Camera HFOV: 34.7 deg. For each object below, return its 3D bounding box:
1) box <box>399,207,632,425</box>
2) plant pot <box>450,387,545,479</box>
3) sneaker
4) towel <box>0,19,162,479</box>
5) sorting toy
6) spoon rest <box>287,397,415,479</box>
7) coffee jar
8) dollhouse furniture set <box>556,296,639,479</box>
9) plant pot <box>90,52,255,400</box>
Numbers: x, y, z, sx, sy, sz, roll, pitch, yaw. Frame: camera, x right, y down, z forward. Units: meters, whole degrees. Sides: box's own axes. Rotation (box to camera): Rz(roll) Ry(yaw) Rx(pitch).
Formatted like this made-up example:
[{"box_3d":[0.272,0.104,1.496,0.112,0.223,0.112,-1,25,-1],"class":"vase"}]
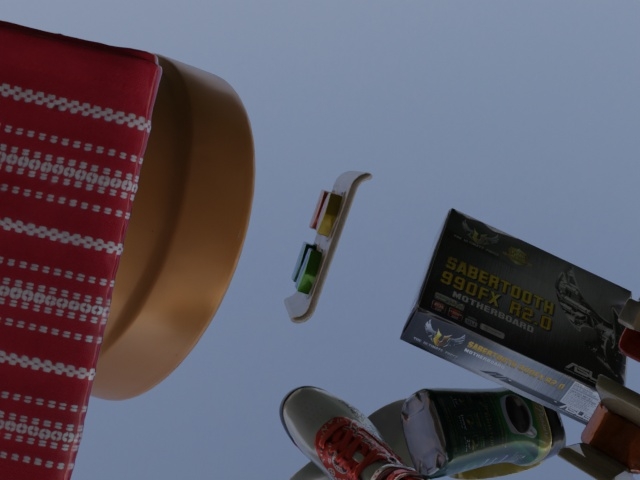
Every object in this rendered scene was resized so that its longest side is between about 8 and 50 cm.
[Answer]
[{"box_3d":[0.217,0.080,1.105,0.231,0.056,0.183,26,-139,1],"class":"box"},{"box_3d":[0.220,0.246,1.332,0.134,0.134,0.095,-11,-91,-17],"class":"plant pot"},{"box_3d":[0.062,0.269,1.226,0.090,0.145,0.270,-41,-98,-16],"class":"sneaker"},{"box_3d":[-0.197,0.021,0.472,0.199,0.031,0.274,13,-92,-6],"class":"towel"},{"box_3d":[0.000,0.000,1.344,0.038,0.193,0.208,24,-88,-6],"class":"sorting toy"},{"box_3d":[0.046,0.308,1.369,0.276,0.084,0.137,-38,-148,6],"class":"spoon rest"},{"box_3d":[0.187,0.210,1.152,0.184,0.079,0.096,1,-119,-30],"class":"coffee jar"},{"box_3d":[0.330,0.093,0.681,0.259,0.135,0.262,28,-93,33],"class":"dollhouse furniture set"},{"box_3d":[-0.220,-0.034,0.811,0.203,0.291,0.291,20,-138,-37],"class":"plant pot"}]
